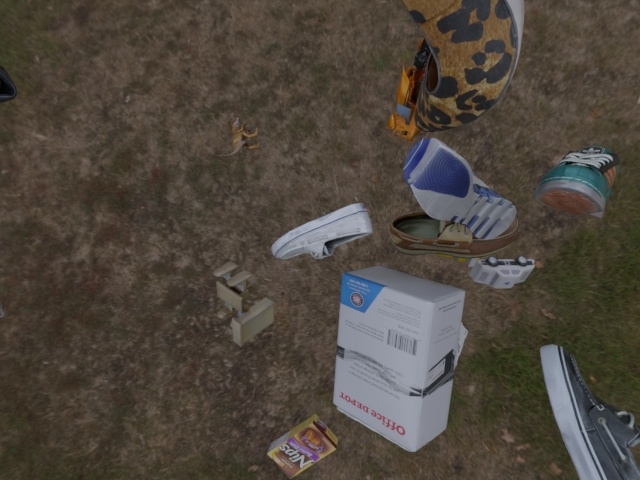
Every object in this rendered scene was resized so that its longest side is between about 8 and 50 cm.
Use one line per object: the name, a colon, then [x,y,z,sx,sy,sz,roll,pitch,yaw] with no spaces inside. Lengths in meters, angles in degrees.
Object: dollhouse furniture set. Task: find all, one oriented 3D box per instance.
dollhouse furniture set: [-0.307,0.238,1.677,0.242,0.161,0.212,29,131,30]

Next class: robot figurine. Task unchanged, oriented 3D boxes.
robot figurine: [0.215,-0.347,0.893,0.085,0.291,0.211,28,43,22]

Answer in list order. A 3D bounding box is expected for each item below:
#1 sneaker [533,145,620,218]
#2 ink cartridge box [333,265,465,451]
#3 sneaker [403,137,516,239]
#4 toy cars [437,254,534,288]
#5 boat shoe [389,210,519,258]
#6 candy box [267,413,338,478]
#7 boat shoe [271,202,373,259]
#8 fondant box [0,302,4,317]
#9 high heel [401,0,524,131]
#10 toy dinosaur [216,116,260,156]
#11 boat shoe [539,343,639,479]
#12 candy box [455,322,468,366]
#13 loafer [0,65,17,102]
sneaker: [0.443,-0.111,0.801,0.108,0.302,0.121,16,97,31]
ink cartridge box: [0.196,0.294,1.240,0.285,0.166,0.394,16,107,44]
sneaker: [0.270,-0.122,1.015,0.127,0.316,0.182,-51,39,16]
toy cars: [0.490,0.066,1.371,0.176,0.394,0.087,-34,43,31]
boat shoe: [0.330,-0.026,1.185,0.324,0.120,0.122,-6,63,22]
candy box: [-0.053,0.613,1.390,0.187,0.053,0.109,-40,95,18]
boat shoe: [0.000,0.000,1.099,0.258,0.095,0.084,-26,72,23]
fondant box: [-0.528,-0.024,0.482,0.238,0.096,0.330,-25,87,-33]
high heel: [0.053,-0.164,0.316,0.186,0.261,0.093,9,69,-6]
toy dinosaur: [-0.245,-0.299,1.429,0.112,0.064,0.211,-4,44,0]
boat shoe: [0.466,0.324,0.760,0.119,0.121,0.335,-25,57,23]
candy box: [0.368,0.279,1.478,0.070,0.165,0.196,-27,107,43]
loafer: [-0.389,-0.183,0.415,0.078,0.223,0.076,19,90,26]
